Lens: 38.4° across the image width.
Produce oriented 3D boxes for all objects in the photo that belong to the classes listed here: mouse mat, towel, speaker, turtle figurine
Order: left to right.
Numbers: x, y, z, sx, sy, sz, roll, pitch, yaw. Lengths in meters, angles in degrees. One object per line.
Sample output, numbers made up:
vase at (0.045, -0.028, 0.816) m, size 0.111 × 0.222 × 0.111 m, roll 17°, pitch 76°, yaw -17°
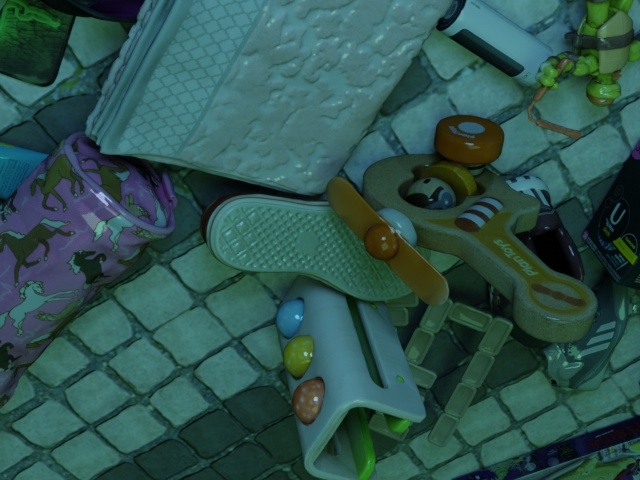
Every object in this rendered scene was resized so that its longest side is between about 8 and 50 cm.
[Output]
mouse mat at (-0.355, -0.254, 0.967) m, size 0.190 × 0.007 × 0.152 m, roll 16°, pitch 118°, yaw -19°
towel at (-0.044, -0.193, 0.969) m, size 0.317 × 0.053 × 0.332 m, roll 8°, pitch 132°, yaw -36°
speaker at (0.201, -0.232, 1.057) m, size 0.136 × 0.055 × 0.055 m, roll 26°, pitch 114°, yaw -25°
turtle figurine at (0.341, -0.245, 1.057) m, size 0.270 × 0.087 × 0.217 m, roll -14°, pitch 121°, yaw -22°

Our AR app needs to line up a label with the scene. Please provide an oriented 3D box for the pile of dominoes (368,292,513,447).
pile of dominoes at (0.132, 0.172, 1.311) m, size 0.196 × 0.040 × 0.251 m, roll 23°, pitch 116°, yaw -1°

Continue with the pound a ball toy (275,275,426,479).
pound a ball toy at (0.001, 0.200, 1.139) m, size 0.136 × 0.319 × 0.208 m, roll 21°, pitch 117°, yaw -22°

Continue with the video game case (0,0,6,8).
video game case at (-0.372, -0.260, 0.948) m, size 0.087 × 0.011 × 0.122 m, roll 33°, pitch 111°, yaw -27°

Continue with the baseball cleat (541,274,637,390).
baseball cleat at (0.379, 0.136, 1.319) m, size 0.109 × 0.072 × 0.205 m, roll 3°, pitch 118°, yaw -5°

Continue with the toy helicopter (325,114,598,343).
toy helicopter at (0.159, -0.003, 1.016) m, size 0.235 × 0.355 × 0.140 m, roll -11°, pitch 126°, yaw -25°

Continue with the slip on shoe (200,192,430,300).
slip on shoe at (0.000, 0.000, 1.149) m, size 0.331 × 0.101 × 0.123 m, roll 9°, pitch 100°, yaw -31°

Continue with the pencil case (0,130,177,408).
pencil case at (-0.337, 0.046, 1.074) m, size 0.160 × 0.167 × 0.386 m, roll 46°, pitch 108°, yaw 0°

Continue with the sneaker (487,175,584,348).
sneaker at (0.285, 0.068, 1.201) m, size 0.106 × 0.162 × 0.281 m, roll -17°, pitch 124°, yaw 1°

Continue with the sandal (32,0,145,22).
sandal at (-0.175, -0.281, 0.911) m, size 0.446 × 0.107 × 0.167 m, roll 10°, pitch 120°, yaw -21°

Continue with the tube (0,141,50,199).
tube at (-0.410, -0.094, 1.037) m, size 0.207 × 0.052 × 0.080 m, roll 19°, pitch 126°, yaw -27°

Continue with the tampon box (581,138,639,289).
tampon box at (0.440, -0.028, 1.193) m, size 0.101 × 0.120 × 0.161 m, roll 13°, pitch 119°, yaw -19°

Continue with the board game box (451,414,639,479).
board game box at (0.407, 0.420, 1.524) m, size 0.347 × 0.056 × 0.208 m, roll -20°, pitch 128°, yaw 2°
